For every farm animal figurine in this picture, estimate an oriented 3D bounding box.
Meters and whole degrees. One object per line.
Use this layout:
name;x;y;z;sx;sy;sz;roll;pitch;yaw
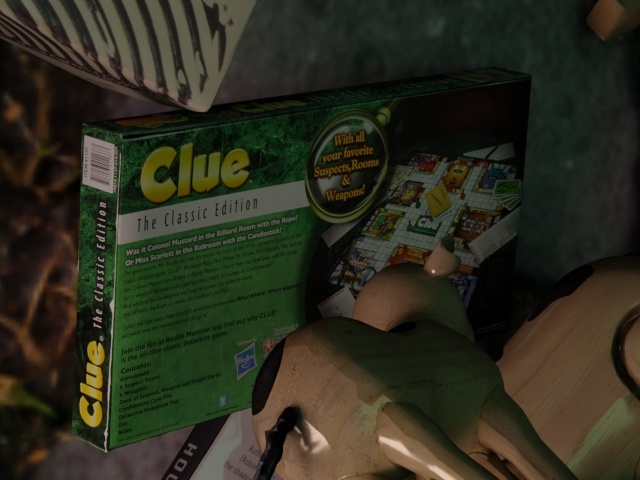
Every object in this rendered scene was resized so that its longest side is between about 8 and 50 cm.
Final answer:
farm animal figurine;0.067;0.102;0.786;0.327;0.172;0.330;-31;148;-27

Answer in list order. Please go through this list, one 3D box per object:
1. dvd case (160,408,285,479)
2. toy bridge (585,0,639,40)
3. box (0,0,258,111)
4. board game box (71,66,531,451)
dvd case;-0.028;0.190;0.877;0.179;0.029;0.238;39;77;-30
toy bridge;0.219;-0.063;0.913;0.063;0.188;0.026;-23;151;-39
box;-0.155;-0.148;0.693;0.275;0.113;0.094;25;87;-31
board game box;0.000;0.000;0.817;0.260;0.030;0.136;-11;115;-44
